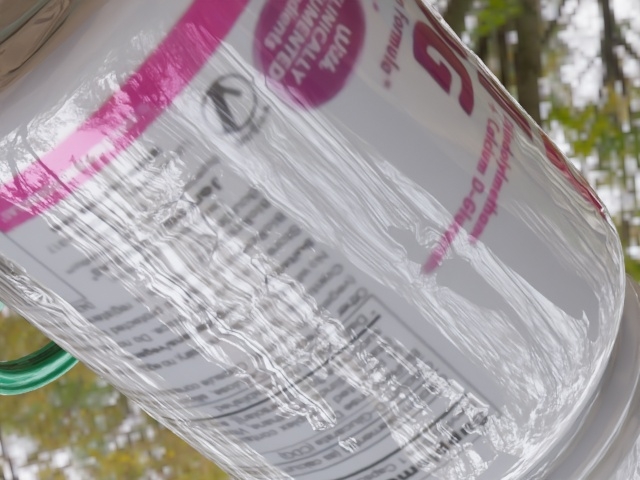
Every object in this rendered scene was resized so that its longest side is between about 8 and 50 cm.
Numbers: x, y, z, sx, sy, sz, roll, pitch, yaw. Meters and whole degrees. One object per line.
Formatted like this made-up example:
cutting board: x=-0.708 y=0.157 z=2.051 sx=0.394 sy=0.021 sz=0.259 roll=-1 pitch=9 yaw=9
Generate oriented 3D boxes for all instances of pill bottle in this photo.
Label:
pill bottle: x=0.000 y=0.000 z=0.524 sx=0.160 sy=0.283 sz=0.160 roll=-30 pitch=-144 yaw=25

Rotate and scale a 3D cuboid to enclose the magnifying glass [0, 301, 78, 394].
magnifying glass: x=-0.144 y=-0.006 z=0.818 sx=0.092 sy=0.231 sz=0.026 roll=-22 pitch=-126 yaw=-35
